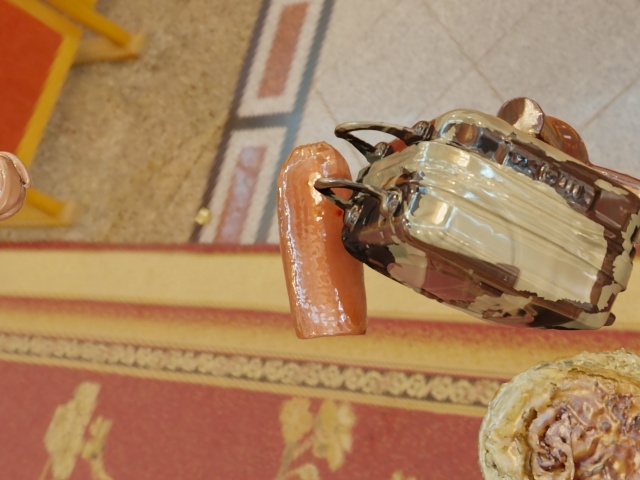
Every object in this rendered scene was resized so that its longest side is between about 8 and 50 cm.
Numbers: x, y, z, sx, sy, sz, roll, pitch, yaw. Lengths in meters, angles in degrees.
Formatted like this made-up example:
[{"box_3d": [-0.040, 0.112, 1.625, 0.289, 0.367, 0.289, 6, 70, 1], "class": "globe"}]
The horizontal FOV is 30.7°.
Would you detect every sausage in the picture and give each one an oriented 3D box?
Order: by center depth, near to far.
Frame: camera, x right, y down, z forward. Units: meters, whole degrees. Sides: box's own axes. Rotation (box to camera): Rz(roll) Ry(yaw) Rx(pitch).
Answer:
[{"box_3d": [0.000, 0.000, 1.522, 0.113, 0.113, 0.259, -10, 86, 39], "class": "sausage"}]

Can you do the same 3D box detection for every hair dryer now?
[{"box_3d": [0.378, -0.071, 1.467, 0.340, 0.312, 0.123, 22, 87, 15], "class": "hair dryer"}]

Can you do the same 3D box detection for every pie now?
[{"box_3d": [0.366, 0.295, 1.684, 0.308, 0.085, 0.308, -1, 78, 3], "class": "pie"}]

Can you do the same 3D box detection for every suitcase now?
[{"box_3d": [0.161, -0.037, 1.315, 0.194, 0.339, 0.351, -65, 10, -9], "class": "suitcase"}]

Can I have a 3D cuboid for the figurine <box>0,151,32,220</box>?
[{"box_3d": [-0.392, -0.034, 1.283, 0.126, 0.157, 0.114, 151, 108, -78], "class": "figurine"}]
